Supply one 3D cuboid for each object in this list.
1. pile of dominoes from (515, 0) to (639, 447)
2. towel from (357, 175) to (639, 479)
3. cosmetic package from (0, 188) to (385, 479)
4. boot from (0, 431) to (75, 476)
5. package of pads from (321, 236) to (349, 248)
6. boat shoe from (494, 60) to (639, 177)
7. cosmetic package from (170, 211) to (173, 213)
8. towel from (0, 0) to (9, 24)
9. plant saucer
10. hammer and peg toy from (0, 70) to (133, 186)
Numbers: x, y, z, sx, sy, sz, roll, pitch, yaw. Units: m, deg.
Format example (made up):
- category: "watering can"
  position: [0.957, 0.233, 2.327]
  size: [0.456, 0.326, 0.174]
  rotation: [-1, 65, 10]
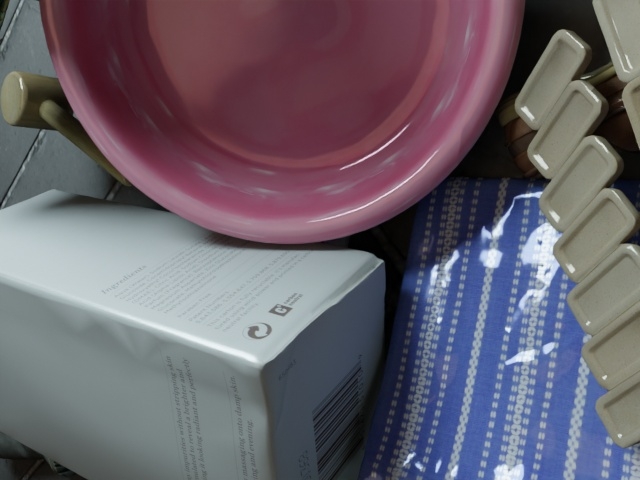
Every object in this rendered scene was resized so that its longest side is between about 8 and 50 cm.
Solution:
- category: "pile of dominoes"
  position: [0.197, -0.027, 0.311]
  size: [0.196, 0.040, 0.251]
  rotation: [-37, 60, 59]
- category: "towel"
  position: [0.186, 0.074, 0.377]
  size: [0.335, 0.040, 0.243]
  rotation: [5, 76, 37]
- category: "cosmetic package"
  position: [-0.146, 0.098, 0.544]
  size: [0.384, 0.156, 0.217]
  rotation: [14, 122, 30]
- category: "boot"
  position: [-0.400, 0.223, 0.862]
  size: [0.208, 0.076, 0.190]
  rotation: [0, 91, 44]
- category: "package of pads"
  position: [0.000, 0.000, 0.560]
  size: [0.050, 0.032, 0.083]
  rotation: [17, 103, 32]
- category: "boat shoe"
  position: [0.197, -0.085, 0.390]
  size: [0.178, 0.064, 0.060]
  rotation: [-15, 89, 43]
- category: "cosmetic package"
  position: [-0.116, -0.005, 0.631]
  size: [0.041, 0.060, 0.115]
  rotation: [3, 96, 37]
- category: "towel"
  position: [-0.226, -0.283, 0.476]
  size: [0.370, 0.040, 0.272]
  rotation: [-38, 45, 44]
- category: "plant saucer"
  position: [-0.029, -0.165, 0.450]
  size: [0.331, 0.084, 0.332]
  rotation: [3, 108, 9]
- category: "hammer and peg toy"
  position: [-0.172, -0.228, 0.618]
  size: [0.266, 0.127, 0.361]
  rotation: [44, 117, 25]
